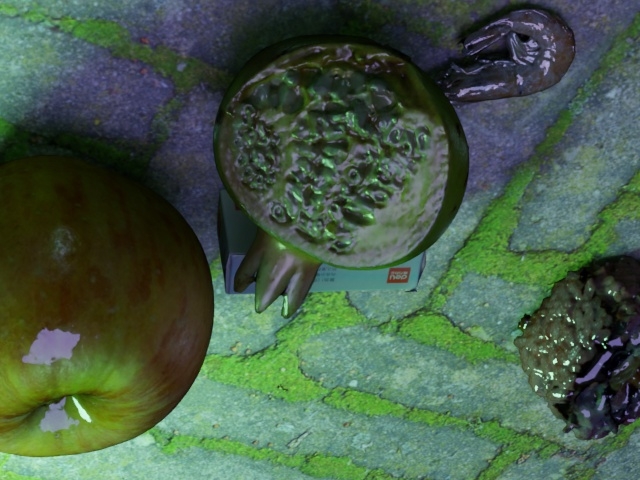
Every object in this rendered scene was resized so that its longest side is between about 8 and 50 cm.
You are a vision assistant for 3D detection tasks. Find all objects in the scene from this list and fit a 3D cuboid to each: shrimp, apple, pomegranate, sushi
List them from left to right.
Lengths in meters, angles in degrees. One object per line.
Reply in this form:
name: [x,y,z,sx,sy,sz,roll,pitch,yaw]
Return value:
apple: [-0.330,0.075,1.750,0.400,0.334,0.400,-8,153,-4]
pomegranate: [0.010,-0.083,1.712,0.309,0.216,0.358,26,111,-6]
shrimp: [0.212,-0.227,1.759,0.223,0.047,0.126,-13,129,-5]
sushi: [0.442,0.163,2.091,0.236,0.171,0.270,22,120,-29]

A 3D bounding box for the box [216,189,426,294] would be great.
box: [0.000,0.000,1.865,0.269,0.135,0.079,-2,133,-11]
